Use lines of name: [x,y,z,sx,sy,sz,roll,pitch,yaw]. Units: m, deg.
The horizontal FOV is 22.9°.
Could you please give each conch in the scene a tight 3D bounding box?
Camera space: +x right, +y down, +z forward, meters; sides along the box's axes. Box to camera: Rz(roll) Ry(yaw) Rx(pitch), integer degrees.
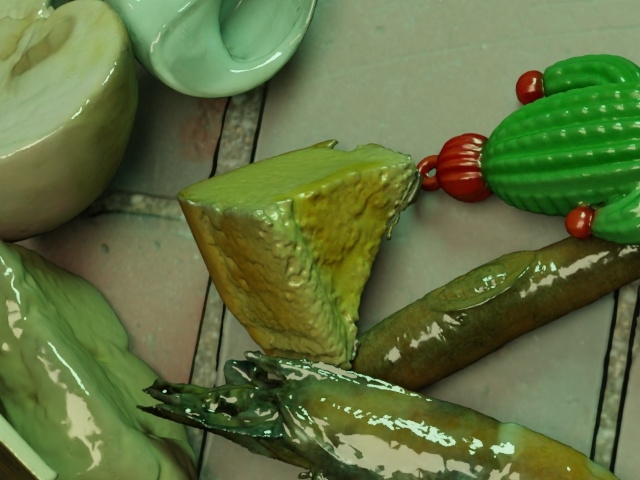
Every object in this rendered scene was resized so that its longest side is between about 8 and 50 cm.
conch: [-0.092,-0.222,1.299,0.185,0.121,0.221,-3,86,16]

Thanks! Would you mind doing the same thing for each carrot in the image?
carrot: [0.173,0.031,1.202,0.342,0.070,0.070,-27,73,9]

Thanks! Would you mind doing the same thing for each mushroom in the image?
mushroom: [-0.207,-0.094,1.290,0.173,0.162,0.236,-6,49,18]

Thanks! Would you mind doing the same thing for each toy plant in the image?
toy plant: [0.195,-0.076,1.198,0.240,0.088,0.154,21,72,42]

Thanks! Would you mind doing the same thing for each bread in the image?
bread: [0.000,0.000,1.236,0.140,0.169,0.160,11,42,47]

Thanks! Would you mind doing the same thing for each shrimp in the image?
shrimp: [0.049,0.234,1.173,0.445,0.085,0.272,27,90,8]

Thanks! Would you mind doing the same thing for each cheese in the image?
cheese: [-0.197,0.119,1.249,0.093,0.159,0.263,-41,69,13]

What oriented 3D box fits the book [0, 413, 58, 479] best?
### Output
book: [-0.303,0.135,1.190,0.217,0.310,0.021,46,62,0]
